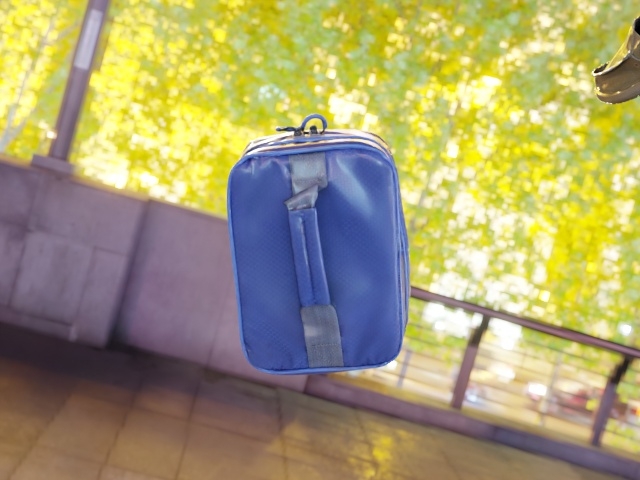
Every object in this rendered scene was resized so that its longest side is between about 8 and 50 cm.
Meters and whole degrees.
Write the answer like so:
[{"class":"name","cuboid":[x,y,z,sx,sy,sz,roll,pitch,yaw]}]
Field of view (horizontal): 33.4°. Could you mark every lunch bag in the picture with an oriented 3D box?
[{"class":"lunch bag","cuboid":[0.000,0.000,0.410,0.067,0.098,0.065,-6,14,1]}]

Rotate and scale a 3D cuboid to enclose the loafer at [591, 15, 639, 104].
[{"class":"loafer","cuboid":[0.223,-0.126,0.696,0.056,0.050,0.148,-23,3,-17]}]
